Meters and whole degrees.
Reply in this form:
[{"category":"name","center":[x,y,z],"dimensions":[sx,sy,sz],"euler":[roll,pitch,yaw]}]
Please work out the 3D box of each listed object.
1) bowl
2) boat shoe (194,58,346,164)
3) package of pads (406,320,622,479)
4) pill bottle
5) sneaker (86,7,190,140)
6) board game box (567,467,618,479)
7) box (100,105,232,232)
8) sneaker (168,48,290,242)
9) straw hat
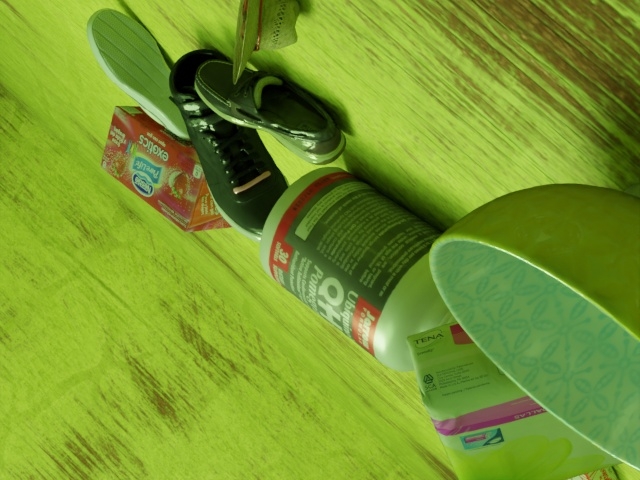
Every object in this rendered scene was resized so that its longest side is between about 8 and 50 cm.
[{"category":"bowl","center":[0.245,0.047,0.771],"dimensions":[0.289,0.156,0.289],"euler":[40,165,13]},{"category":"boat shoe","center":[-0.065,-0.174,1.185],"dimensions":[0.224,0.080,0.073],"euler":[33,158,20]},{"category":"package of pads","center":[0.236,0.168,1.032],"dimensions":[0.296,0.229,0.101],"euler":[64,-169,-53]},{"category":"pill bottle","center":[0.088,0.052,1.197],"dimensions":[0.318,0.176,0.176],"euler":[35,164,32]},{"category":"sneaker","center":[-0.281,-0.254,1.517],"dimensions":[0.091,0.094,0.258],"euler":[16,151,54]},{"category":"board game box","center":[0.362,0.319,1.484],"dimensions":[0.193,0.045,0.146],"euler":[28,159,48]},{"category":"box","center":[-0.241,-0.125,1.628],"dimensions":[0.257,0.122,0.128],"euler":[34,-154,34]},{"category":"sneaker","center":[-0.127,-0.132,1.296],"dimensions":[0.295,0.105,0.147],"euler":[61,175,25]},{"category":"straw hat","center":[-0.052,-0.227,0.995],"dimensions":[0.061,0.144,0.144],"euler":[5,170,-10]}]
